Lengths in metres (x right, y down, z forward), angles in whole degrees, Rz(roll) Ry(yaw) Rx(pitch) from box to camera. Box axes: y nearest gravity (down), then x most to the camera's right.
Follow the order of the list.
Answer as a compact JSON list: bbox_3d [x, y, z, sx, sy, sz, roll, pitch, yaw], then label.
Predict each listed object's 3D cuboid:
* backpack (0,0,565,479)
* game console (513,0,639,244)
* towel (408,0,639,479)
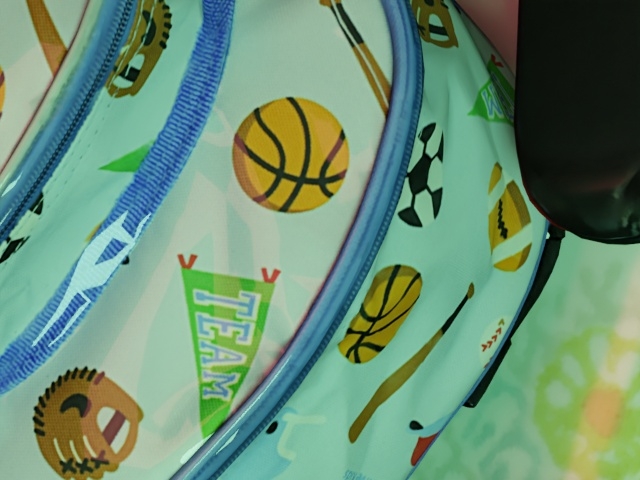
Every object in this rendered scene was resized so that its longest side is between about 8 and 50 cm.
[{"bbox_3d":[-0.075,-0.024,0.513,0.263,0.213,0.276,34,98,28],"label":"backpack"},{"bbox_3d":[0.231,-0.180,0.428,0.387,0.060,0.342,-10,58,31],"label":"game console"},{"bbox_3d":[0.000,0.000,0.627,0.374,0.090,0.320,16,90,40],"label":"towel"}]
